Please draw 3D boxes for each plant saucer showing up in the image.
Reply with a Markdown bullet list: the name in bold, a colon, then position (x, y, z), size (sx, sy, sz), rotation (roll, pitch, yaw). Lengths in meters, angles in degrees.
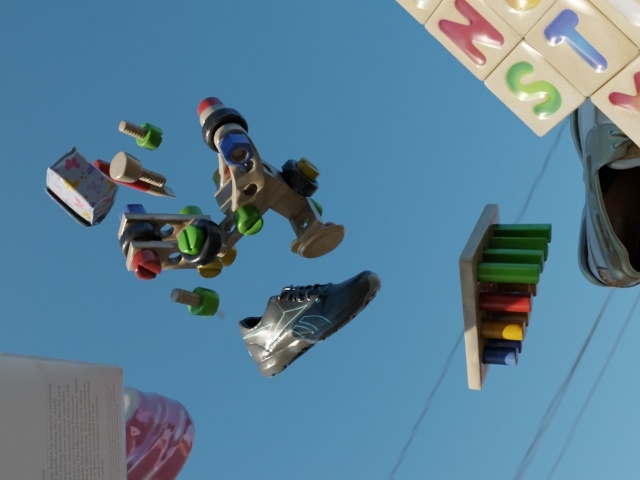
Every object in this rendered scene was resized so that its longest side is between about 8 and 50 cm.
- **plant saucer**: position (-0.321, 0.292, 1.111), size (0.332, 0.332, 0.084), rotation (-36, -72, -27)

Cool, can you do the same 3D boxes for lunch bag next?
- **lunch bag**: position (-0.270, -0.054, 0.987), size (0.071, 0.083, 0.053), rotation (43, -115, -2)

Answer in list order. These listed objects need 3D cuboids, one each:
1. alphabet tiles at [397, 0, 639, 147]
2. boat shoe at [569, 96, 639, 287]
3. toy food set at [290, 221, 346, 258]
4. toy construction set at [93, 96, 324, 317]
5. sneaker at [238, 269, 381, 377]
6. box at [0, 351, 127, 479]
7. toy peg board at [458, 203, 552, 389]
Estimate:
- **alphabet tiles**: position (0.114, -0.199, 0.485), size (0.011, 0.342, 0.285), rotation (-46, -1, -26)
- **boat shoe**: position (0.370, -0.094, 1.055), size (0.113, 0.103, 0.303), rotation (-2, -93, -5)
- **toy food set**: position (0.000, 0.000, 1.307), size (0.083, 0.020, 0.082), rotation (-37, -26, 17)
- **toy construction set**: position (-0.141, -0.051, 1.209), size (0.237, 0.308, 0.258), rotation (20, -87, -45)
- **sneaker**: position (-0.024, 0.113, 1.353), size (0.267, 0.106, 0.101), rotation (-37, -4, 27)
- **box**: position (-0.356, 0.200, 0.823), size (0.345, 0.214, 0.168), rotation (36, -133, -71)
- **toy peg board**: position (0.216, 0.061, 0.987), size (0.161, 0.079, 0.161), rotation (-49, -45, -58)
